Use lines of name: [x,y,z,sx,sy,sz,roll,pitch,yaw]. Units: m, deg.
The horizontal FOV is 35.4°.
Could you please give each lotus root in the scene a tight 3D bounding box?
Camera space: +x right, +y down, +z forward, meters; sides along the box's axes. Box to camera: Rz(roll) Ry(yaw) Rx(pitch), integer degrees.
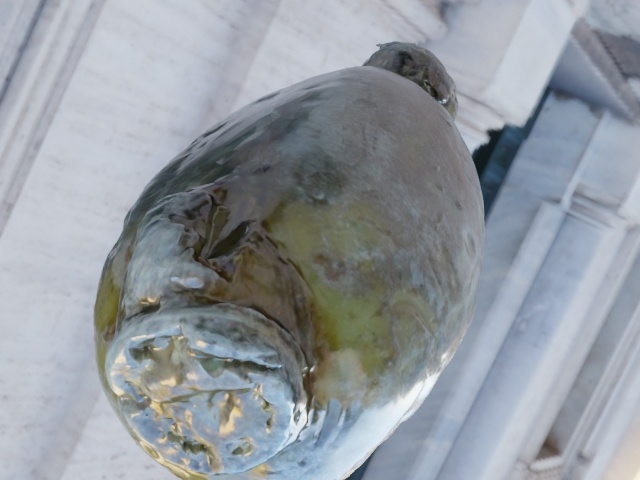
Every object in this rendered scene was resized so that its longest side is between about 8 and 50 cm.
lotus root: [0.000,0.002,0.520,0.175,0.175,0.349,26,-146,7]
